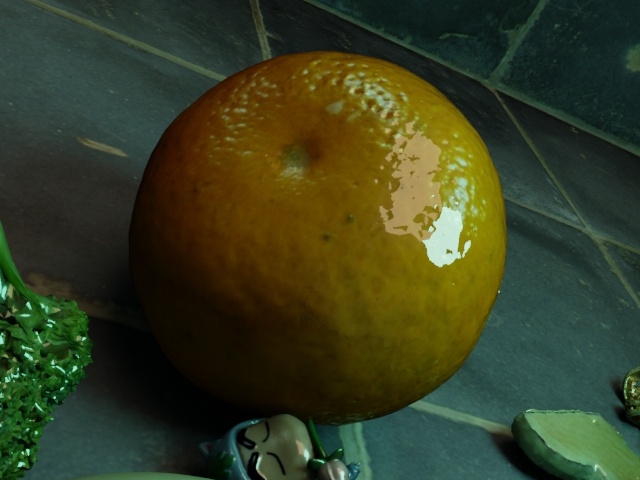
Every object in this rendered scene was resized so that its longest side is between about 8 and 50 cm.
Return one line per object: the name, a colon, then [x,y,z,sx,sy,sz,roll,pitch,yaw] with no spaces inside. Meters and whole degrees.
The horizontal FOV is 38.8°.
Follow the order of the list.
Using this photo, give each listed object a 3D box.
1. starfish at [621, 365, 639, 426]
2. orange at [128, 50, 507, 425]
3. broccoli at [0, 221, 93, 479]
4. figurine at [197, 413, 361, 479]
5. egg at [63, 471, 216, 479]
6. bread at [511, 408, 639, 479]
starfish: [0.543,0.276,1.415,0.146,0.074,0.190,30,27,1]
orange: [0.000,0.000,1.005,0.424,0.423,0.326,51,-10,35]
broccoli: [-0.348,0.054,0.634,0.310,0.321,0.413,-35,19,-25]
figurine: [-0.020,0.220,0.872,0.178,0.144,0.114,24,40,-37]
egg: [-0.079,0.285,0.532,0.336,0.278,0.278,20,29,-15]
bread: [0.351,0.286,1.215,0.232,0.064,0.172,32,26,-2]
